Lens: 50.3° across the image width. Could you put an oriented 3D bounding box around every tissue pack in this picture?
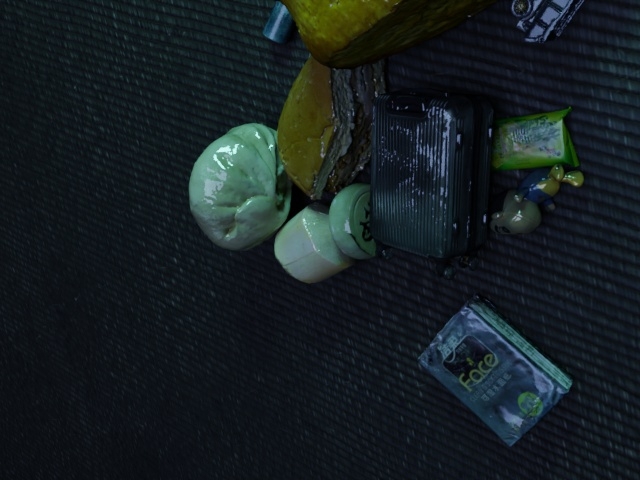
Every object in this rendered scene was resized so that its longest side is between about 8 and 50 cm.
[{"bbox_3d":[0.318,0.238,1.256,0.235,0.073,0.173,43,123,14],"label":"tissue pack"}]

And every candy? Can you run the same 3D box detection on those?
[{"bbox_3d":[0.334,-0.162,1.140,0.178,0.032,0.102,-2,104,34],"label":"candy"}]

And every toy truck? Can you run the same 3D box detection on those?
[{"bbox_3d":[0.367,-0.384,1.016,0.092,0.083,0.192,42,124,16],"label":"toy truck"}]

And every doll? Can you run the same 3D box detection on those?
[{"bbox_3d":[0.347,-0.061,1.135,0.179,0.102,0.089,-38,49,47],"label":"doll"}]

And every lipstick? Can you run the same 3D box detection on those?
[{"bbox_3d":[-0.039,-0.483,1.271,0.053,0.053,0.234,39,121,17],"label":"lipstick"}]

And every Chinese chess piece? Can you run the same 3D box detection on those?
[{"bbox_3d":[0.080,-0.036,1.279,0.058,0.144,0.144,-4,103,43],"label":"Chinese chess piece"}]

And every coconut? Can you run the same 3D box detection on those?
[{"bbox_3d":[0.000,0.000,1.346,0.152,0.147,0.147,-33,86,34],"label":"coconut"}]

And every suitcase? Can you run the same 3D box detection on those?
[{"bbox_3d":[0.186,-0.106,1.179,0.202,0.128,0.312,18,116,46],"label":"suitcase"}]

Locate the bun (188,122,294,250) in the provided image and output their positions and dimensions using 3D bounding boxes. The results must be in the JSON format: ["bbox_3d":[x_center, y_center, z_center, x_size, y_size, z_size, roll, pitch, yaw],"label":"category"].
[{"bbox_3d":[-0.139,-0.104,1.343,0.160,0.259,0.259,11,111,36],"label":"bun"}]

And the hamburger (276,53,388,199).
[{"bbox_3d":[0.019,-0.226,1.259,0.245,0.155,0.282,-13,92,43],"label":"hamburger"}]

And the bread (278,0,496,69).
[{"bbox_3d":[0.112,-0.409,1.001,0.398,0.398,0.215,-22,92,36],"label":"bread"}]
